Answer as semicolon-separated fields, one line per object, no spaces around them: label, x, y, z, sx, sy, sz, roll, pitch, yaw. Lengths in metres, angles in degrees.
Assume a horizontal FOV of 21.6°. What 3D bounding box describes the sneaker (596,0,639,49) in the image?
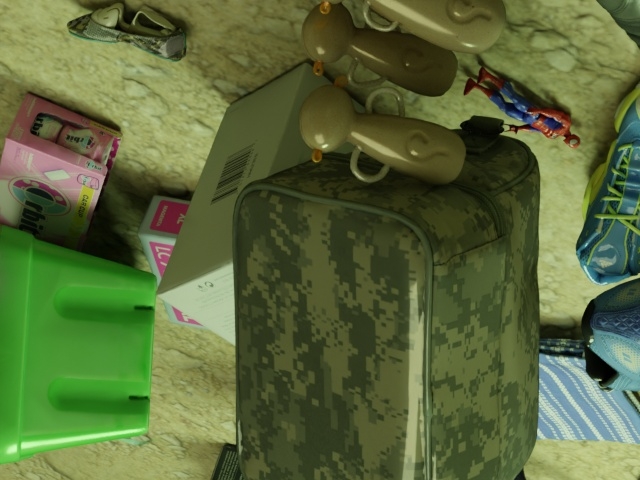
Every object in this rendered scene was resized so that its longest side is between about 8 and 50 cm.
sneaker;0.322;-0.203;1.201;0.296;0.104;0.147;-2;146;41

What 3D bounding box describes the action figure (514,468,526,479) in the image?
action figure;0.223;0.344;2.040;0.276;0.141;0.164;22;119;-37

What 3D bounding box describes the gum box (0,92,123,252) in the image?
gum box;-0.279;-0.070;1.762;0.107;0.062;0.188;22;149;-5

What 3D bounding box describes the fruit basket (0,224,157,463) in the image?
fruit basket;-0.365;0.103;1.839;0.392;0.283;0.392;3;173;0

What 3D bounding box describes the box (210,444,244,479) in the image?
box;-0.039;0.375;2.299;0.207;0.108;0.153;8;147;16

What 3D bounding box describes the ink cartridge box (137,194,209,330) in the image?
ink cartridge box;-0.029;0.049;1.799;0.311;0.065;0.186;8;148;14

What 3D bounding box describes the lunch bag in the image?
lunch bag;0.078;0.070;1.368;0.213;0.256;0.305;14;115;38

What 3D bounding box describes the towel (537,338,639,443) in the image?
towel;0.192;0.180;1.917;0.336;0.040;0.243;-2;149;30

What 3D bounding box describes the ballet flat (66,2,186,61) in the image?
ballet flat;-0.176;-0.197;1.538;0.114;0.041;0.041;15;149;5

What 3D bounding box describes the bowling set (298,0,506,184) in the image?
bowling set;0.046;-0.186;1.290;0.154;0.287;0.200;17;178;-14

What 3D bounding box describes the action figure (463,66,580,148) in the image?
action figure;0.182;-0.112;1.485;0.115;0.030;0.038;26;144;-16

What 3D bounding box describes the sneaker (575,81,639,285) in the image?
sneaker;0.281;-0.039;1.451;0.091;0.126;0.240;16;150;4

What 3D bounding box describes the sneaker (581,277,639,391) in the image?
sneaker;0.328;0.083;1.558;0.147;0.129;0.330;3;170;26

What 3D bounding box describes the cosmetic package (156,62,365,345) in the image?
cosmetic package;0.000;0.000;1.567;0.225;0.224;0.138;35;146;-25
